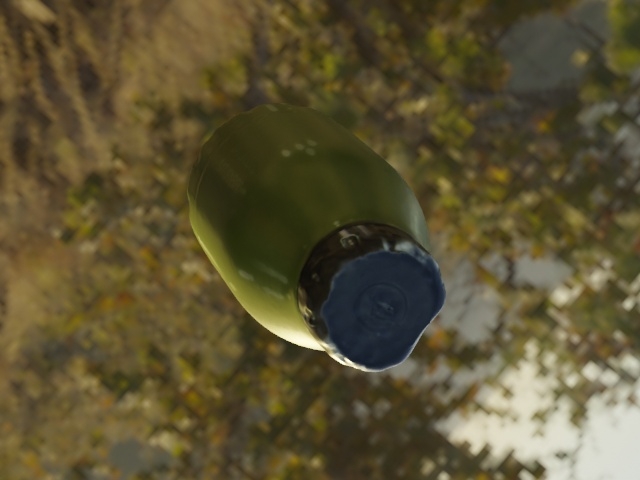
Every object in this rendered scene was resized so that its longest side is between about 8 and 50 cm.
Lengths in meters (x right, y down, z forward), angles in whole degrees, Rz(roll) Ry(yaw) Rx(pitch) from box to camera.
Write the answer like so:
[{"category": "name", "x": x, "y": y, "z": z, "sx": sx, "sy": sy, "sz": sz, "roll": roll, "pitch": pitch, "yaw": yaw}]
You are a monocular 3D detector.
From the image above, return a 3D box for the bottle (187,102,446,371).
[{"category": "bottle", "x": 0.000, "y": 0.000, "z": 1.043, "sx": 0.112, "sy": 0.112, "sz": 0.260, "roll": -50, "pitch": -160, "yaw": 3}]
